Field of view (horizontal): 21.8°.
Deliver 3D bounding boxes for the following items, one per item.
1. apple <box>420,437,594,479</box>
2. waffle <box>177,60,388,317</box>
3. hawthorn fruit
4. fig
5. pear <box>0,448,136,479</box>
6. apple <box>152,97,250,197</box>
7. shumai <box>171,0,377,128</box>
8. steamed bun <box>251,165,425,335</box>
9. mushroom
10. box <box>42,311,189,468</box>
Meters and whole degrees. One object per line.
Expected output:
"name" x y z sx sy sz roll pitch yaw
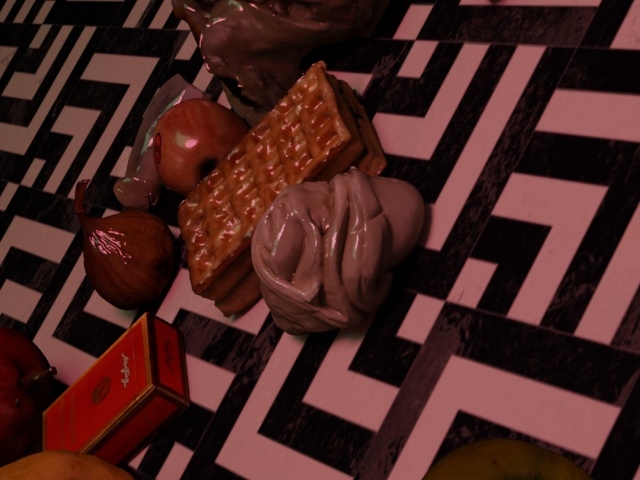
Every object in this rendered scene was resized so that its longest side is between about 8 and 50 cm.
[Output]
"apple" 0.165 0.272 1.463 0.157 0.196 0.196 120 159 -43
"waffle" -0.058 -0.066 2.190 0.308 0.091 0.213 -44 32 18
"hawthorn fruit" -0.476 0.221 2.393 0.266 0.210 0.230 -27 21 42
"fig" -0.300 0.005 2.365 0.134 0.201 0.146 -32 44 20
"pear" -0.330 0.379 2.003 0.271 0.271 0.271 -35 36 32
"apple" -0.162 -0.124 2.337 0.146 0.146 0.131 -51 28 10
"shumai" -0.069 -0.313 2.366 0.330 0.292 0.288 -101 15 -59
"steamed bun" 0.001 -0.002 1.989 0.218 0.144 0.211 -2 60 54
"mushroom" -0.245 -0.147 2.538 0.092 0.081 0.223 21 77 36
"box" -0.280 0.228 2.253 0.240 0.074 0.153 -43 29 23
